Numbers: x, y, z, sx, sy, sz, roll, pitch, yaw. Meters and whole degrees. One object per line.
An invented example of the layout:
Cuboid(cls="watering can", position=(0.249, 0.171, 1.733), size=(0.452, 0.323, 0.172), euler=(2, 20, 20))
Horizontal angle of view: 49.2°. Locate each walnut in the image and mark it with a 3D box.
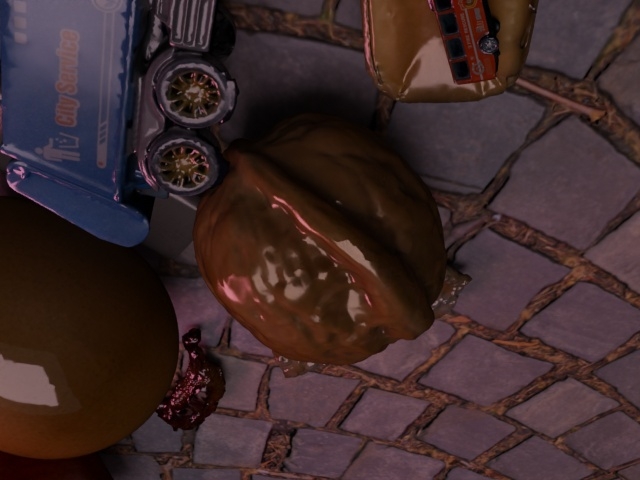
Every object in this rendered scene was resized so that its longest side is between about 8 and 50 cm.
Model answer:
Cuboid(cls="walnut", position=(0.000, 0.000, 0.671), size=(0.224, 0.257, 0.257), euler=(-46, 123, -3))

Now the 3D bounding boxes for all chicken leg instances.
Cuboid(cls="chicken leg", position=(-0.179, 0.208, 0.982), size=(0.090, 0.048, 0.219), euler=(16, 131, -17))

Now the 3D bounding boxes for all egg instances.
Cuboid(cls="egg", position=(-0.302, 0.088, 0.738), size=(0.250, 0.250, 0.322), euler=(-33, 119, 27))

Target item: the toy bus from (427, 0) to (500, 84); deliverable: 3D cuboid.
Cuboid(cls="toy bus", position=(0.102, -0.165, 0.500), size=(0.043, 0.031, 0.110), euler=(-7, 133, 23))

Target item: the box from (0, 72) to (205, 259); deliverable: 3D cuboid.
Cuboid(cls="box", position=(-0.229, -0.074, 0.719), size=(0.244, 0.055, 0.103), euler=(31, 126, -25))

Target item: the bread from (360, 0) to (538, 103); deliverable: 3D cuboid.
Cuboid(cls="bread", position=(0.095, -0.230, 0.532), size=(0.136, 0.107, 0.241), euler=(-2, 132, 7))

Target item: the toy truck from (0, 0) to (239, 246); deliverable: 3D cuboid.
Cuboid(cls="toy truck", position=(-0.143, -0.171, 0.541), size=(0.175, 0.146, 0.367), euler=(9, 124, -13))

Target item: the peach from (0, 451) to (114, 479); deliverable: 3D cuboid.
Cuboid(cls="peach", position=(-0.445, 0.422, 1.034), size=(0.308, 0.307, 0.332), euler=(-35, 146, 29))

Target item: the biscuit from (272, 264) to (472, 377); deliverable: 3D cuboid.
Cuboid(cls="biscuit", position=(0.040, 0.079, 0.865), size=(0.290, 0.038, 0.141), euler=(-26, 126, 21))
